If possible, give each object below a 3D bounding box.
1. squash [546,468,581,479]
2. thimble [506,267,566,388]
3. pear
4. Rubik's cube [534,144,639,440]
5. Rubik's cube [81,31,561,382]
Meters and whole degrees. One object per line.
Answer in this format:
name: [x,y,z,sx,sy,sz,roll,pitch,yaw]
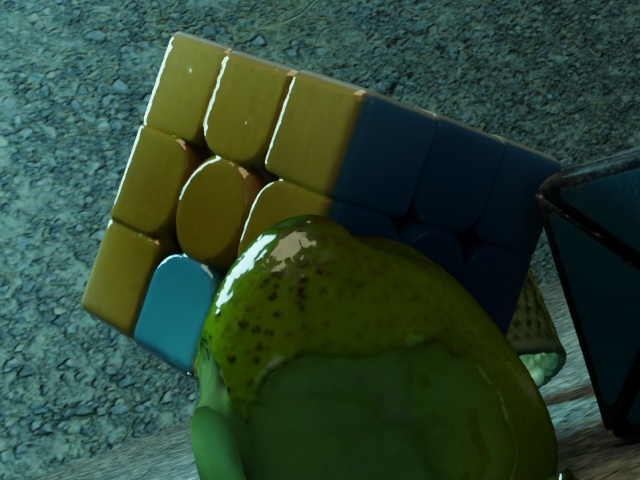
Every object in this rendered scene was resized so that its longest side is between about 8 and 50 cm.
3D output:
squash: [0.166,0.184,0.848,0.090,0.075,0.200,-36,25,-8]
thimble: [0.127,0.114,1.772,0.271,0.150,0.271,-19,-21,-7]
pear: [0.036,0.112,1.255,0.286,0.281,0.176,-17,9,-9]
Rubik's cube: [0.385,0.014,1.446,0.260,0.259,0.255,-20,0,44]
Rubik's cube: [0.000,0.000,1.514,0.290,0.291,0.291,14,6,-44]
